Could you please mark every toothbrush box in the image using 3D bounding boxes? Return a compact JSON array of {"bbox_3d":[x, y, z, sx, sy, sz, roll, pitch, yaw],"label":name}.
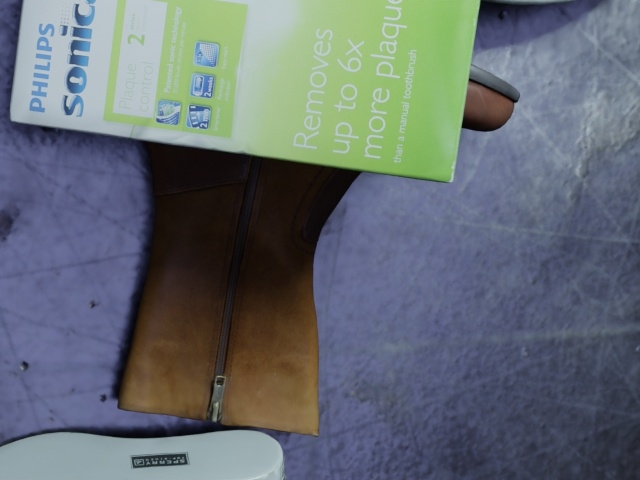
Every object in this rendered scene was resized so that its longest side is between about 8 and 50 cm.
[{"bbox_3d":[-0.040,-0.160,1.171,0.283,0.122,0.206,9,97,2],"label":"toothbrush box"}]

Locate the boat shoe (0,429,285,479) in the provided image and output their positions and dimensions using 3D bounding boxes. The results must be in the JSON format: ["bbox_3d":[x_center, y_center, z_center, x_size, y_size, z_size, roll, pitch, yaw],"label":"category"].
[{"bbox_3d":[-0.133,0.181,1.266,0.219,0.078,0.070,-1,121,-3],"label":"boat shoe"}]

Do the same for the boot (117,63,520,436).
[{"bbox_3d":[0.000,0.000,1.280,0.264,0.096,0.280,4,92,-12],"label":"boot"}]

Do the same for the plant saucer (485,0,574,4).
[{"bbox_3d":[0.135,-0.363,1.293,0.400,0.100,0.400,0,91,-12],"label":"plant saucer"}]
